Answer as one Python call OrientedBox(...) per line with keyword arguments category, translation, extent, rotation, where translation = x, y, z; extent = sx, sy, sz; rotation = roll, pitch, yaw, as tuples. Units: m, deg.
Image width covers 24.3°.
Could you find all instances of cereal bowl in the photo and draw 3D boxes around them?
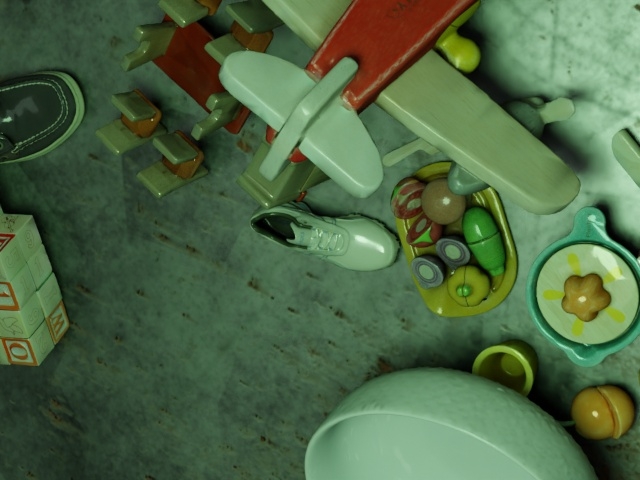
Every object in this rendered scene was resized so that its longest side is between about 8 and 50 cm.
OrientedBox(category="cereal bowl", translation=(0.160, 0.262, 1.628), extent=(0.339, 0.141, 0.339), rotation=(19, 137, 19))

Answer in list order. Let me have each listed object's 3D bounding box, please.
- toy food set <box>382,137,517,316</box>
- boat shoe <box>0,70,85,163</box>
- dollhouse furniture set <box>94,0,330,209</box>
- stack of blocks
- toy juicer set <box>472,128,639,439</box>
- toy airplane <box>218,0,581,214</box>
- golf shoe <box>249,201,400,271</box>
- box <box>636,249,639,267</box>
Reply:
OrientedBox(category="toy food set", translation=(0.135, -0.014, 1.646), extent=(0.128, 0.071, 0.218), rotation=(-17, 95, 25))
OrientedBox(category="boat shoe", translation=(-0.423, -0.134, 1.843), extent=(0.285, 0.092, 0.103), rotation=(-13, 98, 26))
OrientedBox(category="dollhouse furniture set", translation=(-0.095, -0.160, 1.682), extent=(0.259, 0.135, 0.262), rotation=(44, 128, 14))
OrientedBox(category="stack of blocks", translation=(-0.439, 0.008, 1.831), extent=(0.171, 0.087, 0.297), rotation=(2, 124, 23))
OrientedBox(category="toy juicer set", translation=(0.318, 0.075, 1.579), extent=(0.209, 0.089, 0.329), rotation=(33, 112, 13))
OrientedBox(category="toy airplane", translation=(0.066, -0.203, 1.524), extent=(0.384, 0.272, 0.386), rotation=(-5, 83, -6))
OrientedBox(category="golf shoe", translation=(0.000, 0.000, 1.700), extent=(0.176, 0.086, 0.069), rotation=(15, 106, 18))
OrientedBox(category="box", translation=(0.469, -0.017, 1.433), extent=(0.300, 0.154, 0.142), rotation=(-36, 86, 14))
